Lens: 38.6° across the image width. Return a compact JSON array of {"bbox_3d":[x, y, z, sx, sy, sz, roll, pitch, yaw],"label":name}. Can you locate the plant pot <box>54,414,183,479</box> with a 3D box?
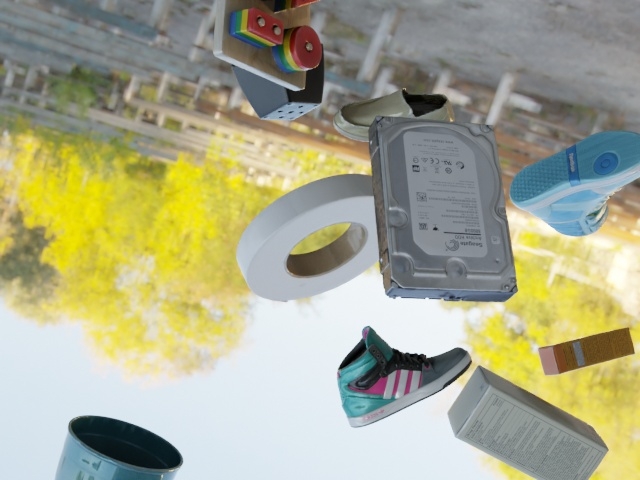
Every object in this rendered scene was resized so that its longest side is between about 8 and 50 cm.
[{"bbox_3d":[-0.481,0.569,2.061,0.272,0.255,0.271,21,-177,-1],"label":"plant pot"}]

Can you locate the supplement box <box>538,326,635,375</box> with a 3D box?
[{"bbox_3d":[0.673,0.279,2.307,0.233,0.080,0.078,-13,173,-18],"label":"supplement box"}]

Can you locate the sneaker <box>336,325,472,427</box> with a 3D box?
[{"bbox_3d":[0.158,0.251,1.928,0.295,0.178,0.124,-26,-173,-5],"label":"sneaker"}]

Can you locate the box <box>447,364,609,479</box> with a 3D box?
[{"bbox_3d":[0.447,0.416,1.992,0.311,0.148,0.121,30,-168,-9],"label":"box"}]

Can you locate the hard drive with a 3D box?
[{"bbox_3d":[0.215,-0.059,1.630,0.237,0.339,0.064,3,156,-13],"label":"hard drive"}]

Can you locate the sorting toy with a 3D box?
[{"bbox_3d":[-0.085,-0.461,1.826,0.089,0.257,0.255,-3,170,38],"label":"sorting toy"}]

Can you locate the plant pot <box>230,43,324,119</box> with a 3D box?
[{"bbox_3d":[-0.098,-0.421,2.443,0.188,0.167,0.187,-4,167,-46],"label":"plant pot"}]

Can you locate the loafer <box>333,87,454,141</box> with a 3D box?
[{"bbox_3d":[0.160,-0.279,1.973,0.269,0.092,0.102,-4,-132,-7],"label":"loafer"}]

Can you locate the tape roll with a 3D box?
[{"bbox_3d":[0.000,0.000,2.074,0.392,0.392,0.072,11,-136,-48],"label":"tape roll"}]

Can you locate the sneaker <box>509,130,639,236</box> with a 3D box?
[{"bbox_3d":[0.582,-0.110,1.915,0.319,0.127,0.208,-18,140,43],"label":"sneaker"}]
